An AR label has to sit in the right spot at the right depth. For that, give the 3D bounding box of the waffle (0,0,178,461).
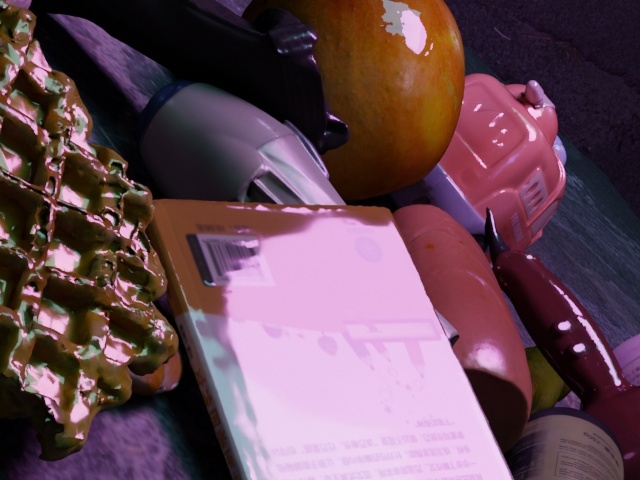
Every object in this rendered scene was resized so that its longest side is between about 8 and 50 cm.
[{"bbox_3d":[-0.187,-0.018,0.651,0.291,0.051,0.291,29,45,-34],"label":"waffle"}]

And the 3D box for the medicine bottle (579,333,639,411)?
[{"bbox_3d":[0.395,0.246,1.332,0.202,0.202,0.316,40,17,-23],"label":"medicine bottle"}]

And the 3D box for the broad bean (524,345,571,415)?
[{"bbox_3d":[0.220,0.163,1.366,0.098,0.056,0.318,60,21,-9],"label":"broad bean"}]

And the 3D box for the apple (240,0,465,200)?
[{"bbox_3d":[0.021,-0.143,1.230,0.237,0.237,0.207,-19,108,-73],"label":"apple"}]

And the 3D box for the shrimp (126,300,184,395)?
[{"bbox_3d":[-0.186,-0.021,0.780,0.296,0.058,0.169,45,9,-18],"label":"shrimp"}]

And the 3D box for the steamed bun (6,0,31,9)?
[{"bbox_3d":[-0.275,-0.181,0.833,0.183,0.106,0.183,39,17,-14],"label":"steamed bun"}]

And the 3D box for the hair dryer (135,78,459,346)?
[{"bbox_3d":[0.012,0.015,1.063,0.296,0.119,0.298,46,6,36],"label":"hair dryer"}]

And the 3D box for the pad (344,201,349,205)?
[{"bbox_3d":[-0.047,-0.124,1.352,0.243,0.004,0.163,37,35,-40],"label":"pad"}]

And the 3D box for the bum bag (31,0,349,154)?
[{"bbox_3d":[-0.110,-0.178,1.083,0.326,0.079,0.142,30,-24,7],"label":"bum bag"}]

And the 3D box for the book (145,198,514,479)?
[{"bbox_3d":[0.016,0.096,0.848,0.208,0.020,0.295,2,53,-37],"label":"book"}]

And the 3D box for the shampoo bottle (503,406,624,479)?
[{"bbox_3d":[0.171,0.225,0.982,0.101,0.101,0.284,45,23,-5],"label":"shampoo bottle"}]

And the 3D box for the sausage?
[{"bbox_3d":[0.105,0.070,1.161,0.121,0.121,0.304,41,17,-20],"label":"sausage"}]

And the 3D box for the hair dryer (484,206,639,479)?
[{"bbox_3d":[0.280,0.084,1.226,0.340,0.313,0.123,58,-9,24],"label":"hair dryer"}]

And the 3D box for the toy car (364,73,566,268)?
[{"bbox_3d":[0.164,-0.068,1.421,0.180,0.212,0.270,53,-1,21],"label":"toy car"}]
